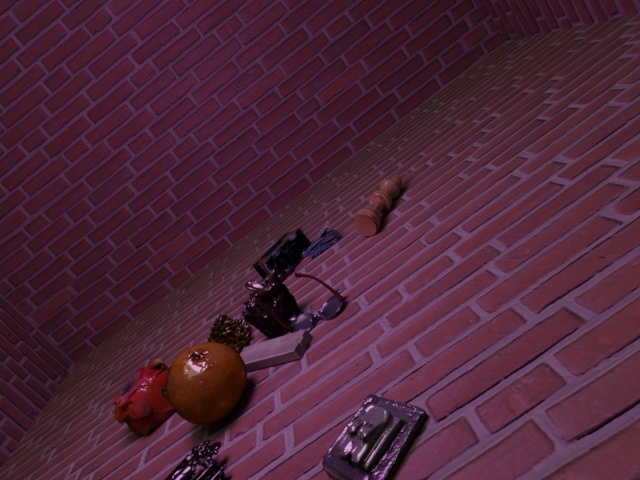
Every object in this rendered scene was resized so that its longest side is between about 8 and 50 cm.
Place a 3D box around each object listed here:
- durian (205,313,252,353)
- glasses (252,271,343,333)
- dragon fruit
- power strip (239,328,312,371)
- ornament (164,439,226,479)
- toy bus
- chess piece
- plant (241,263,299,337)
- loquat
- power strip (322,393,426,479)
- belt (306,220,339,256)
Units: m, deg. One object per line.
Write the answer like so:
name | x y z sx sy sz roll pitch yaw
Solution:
durian | -0.384 0.407 2.002 0.198 0.163 0.394 -63 8 9
glasses | -0.074 0.193 1.664 0.234 0.268 0.118 -31 37 17
dragon fruit | -0.686 0.605 1.939 0.290 0.189 0.291 -34 17 12
power strip | -0.179 0.392 1.719 0.367 0.043 0.106 -24 22 38
ornament | -0.334 0.652 1.288 0.260 0.106 0.251 -38 22 -32
toy bus | -0.185 0.079 2.390 0.275 0.138 0.167 -47 17 -32
chess piece | 0.271 -0.173 2.175 0.117 0.117 0.397 -22 21 43
plant | -0.195 0.240 1.846 0.204 0.234 0.178 -24 26 23
loquat | -0.366 0.464 1.606 0.263 0.263 0.263 -34 17 12
power strip | 0.099 0.416 1.053 0.213 0.064 0.198 -47 21 -30
belt | 0.000 0.001 2.287 0.179 0.100 0.065 -39 13 5
